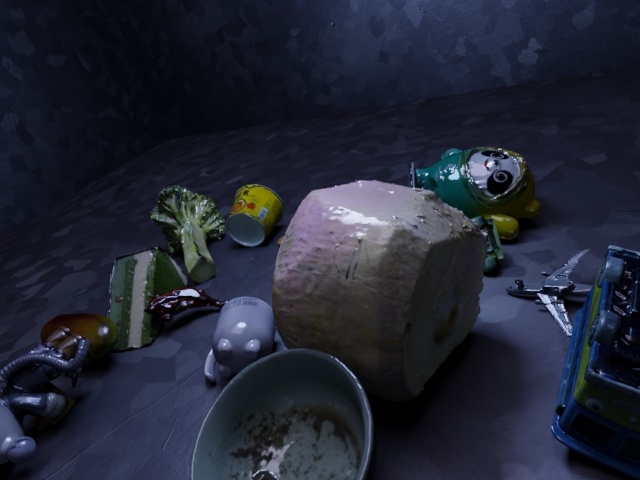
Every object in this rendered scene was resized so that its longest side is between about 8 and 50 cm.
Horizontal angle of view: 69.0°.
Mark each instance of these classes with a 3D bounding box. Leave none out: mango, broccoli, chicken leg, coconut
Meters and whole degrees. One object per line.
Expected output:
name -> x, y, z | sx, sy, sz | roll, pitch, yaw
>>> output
mango -> -0.615, 0.254, 1.195 | 0.267, 0.111, 0.133 | -4, 55, 28
broccoli -> -0.413, -0.002, 1.545 | 0.221, 0.252, 0.361 | -24, 63, -8
chicken leg -> -0.356, 0.167, 1.242 | 0.219, 0.048, 0.089 | -9, 62, -23
coconut -> 0.081, 0.078, 0.874 | 0.404, 0.405, 0.405 | -12, 28, 7

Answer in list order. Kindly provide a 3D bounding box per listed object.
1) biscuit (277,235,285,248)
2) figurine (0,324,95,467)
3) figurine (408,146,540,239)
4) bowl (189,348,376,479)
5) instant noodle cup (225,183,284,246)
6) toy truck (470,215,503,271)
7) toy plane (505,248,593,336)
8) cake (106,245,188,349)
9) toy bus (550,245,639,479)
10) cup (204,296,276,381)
biscuit -> 0.000, -0.001, 1.389 | 0.288, 0.044, 0.202 | 12, 40, 38
figurine -> -0.662, 0.355, 0.972 | 0.261, 0.186, 0.382 | 2, 36, 41
figurine -> 0.417, -0.136, 1.291 | 0.340, 0.231, 0.324 | 0, 55, 11
bowl -> -0.034, 0.324, 0.698 | 0.289, 0.146, 0.289 | -17, 42, 17
instant noodle cup -> -0.227, -0.075, 1.560 | 0.182, 0.182, 0.144 | -4, 38, 21
toy truck -> 0.302, 0.031, 1.157 | 0.259, 0.128, 0.135 | -16, 2, 3
toy plane -> 0.496, 0.102, 0.958 | 0.226, 0.058, 0.226 | 5, 50, 34
cake -> -0.486, 0.188, 1.328 | 0.158, 0.172, 0.284 | -14, 61, 14
toy bus -> 0.471, 0.166, 0.702 | 0.152, 0.190, 0.312 | 20, 41, 24
cup -> -0.187, 0.222, 1.015 | 0.173, 0.134, 0.142 | -11, 30, 7
